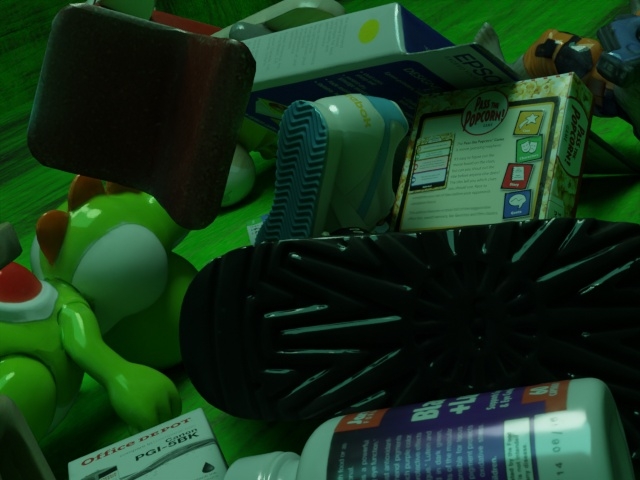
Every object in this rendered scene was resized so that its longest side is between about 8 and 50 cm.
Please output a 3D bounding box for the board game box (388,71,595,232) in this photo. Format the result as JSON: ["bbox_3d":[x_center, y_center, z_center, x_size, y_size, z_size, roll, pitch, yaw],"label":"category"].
[{"bbox_3d":[0.129,-0.032,0.888,0.147,0.045,0.193,-2,64,39],"label":"board game box"}]

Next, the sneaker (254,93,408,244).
[{"bbox_3d":[0.008,-0.015,0.909,0.092,0.228,0.087,-13,48,-30],"label":"sneaker"}]

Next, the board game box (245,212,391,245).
[{"bbox_3d":[0.000,0.000,1.118,0.136,0.035,0.201,-19,18,-3],"label":"board game box"}]

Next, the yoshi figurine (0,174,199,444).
[{"bbox_3d":[-0.199,0.099,0.891,0.362,0.203,0.203,-51,-6,-36],"label":"yoshi figurine"}]

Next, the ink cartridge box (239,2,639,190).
[{"bbox_3d":[0.103,-0.127,1.063,0.307,0.072,0.303,-6,-20,40],"label":"ink cartridge box"}]

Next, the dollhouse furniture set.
[{"bbox_3d":[-0.049,0.089,0.362,0.201,0.374,0.152,-21,13,-2],"label":"dollhouse furniture set"}]

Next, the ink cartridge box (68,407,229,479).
[{"bbox_3d":[-0.098,0.167,0.685,0.099,0.056,0.135,-22,19,-9],"label":"ink cartridge box"}]

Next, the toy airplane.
[{"bbox_3d":[-0.149,-0.178,1.411,0.384,0.272,0.386,-6,-15,-1],"label":"toy airplane"}]

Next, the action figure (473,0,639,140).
[{"bbox_3d":[0.351,-0.150,1.032,0.341,0.178,0.330,-11,32,-19],"label":"action figure"}]

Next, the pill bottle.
[{"bbox_3d":[0.053,0.134,0.551,0.193,0.108,0.108,-12,19,18],"label":"pill bottle"}]

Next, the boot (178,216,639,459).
[{"bbox_3d":[0.082,0.055,0.732,0.348,0.131,0.260,6,-5,2],"label":"boot"}]
